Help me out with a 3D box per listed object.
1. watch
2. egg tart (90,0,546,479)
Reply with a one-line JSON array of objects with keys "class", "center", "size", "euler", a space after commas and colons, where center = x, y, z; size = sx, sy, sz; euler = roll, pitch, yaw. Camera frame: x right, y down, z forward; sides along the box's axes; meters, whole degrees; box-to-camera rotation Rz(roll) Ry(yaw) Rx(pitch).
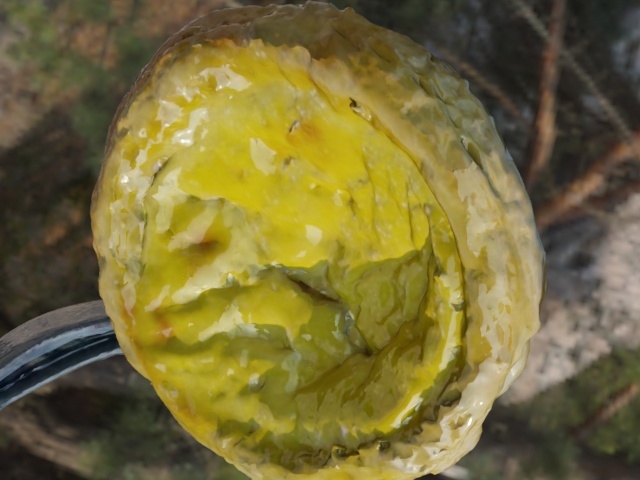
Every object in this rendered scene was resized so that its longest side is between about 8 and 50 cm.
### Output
[{"class": "watch", "center": [-0.099, 0.117, 0.827], "size": [0.068, 0.206, 0.193], "euler": [-147, -111, -71]}, {"class": "egg tart", "center": [0.000, 0.000, 0.593], "size": [0.074, 0.191, 0.191], "euler": [-25, 127, -54]}]
